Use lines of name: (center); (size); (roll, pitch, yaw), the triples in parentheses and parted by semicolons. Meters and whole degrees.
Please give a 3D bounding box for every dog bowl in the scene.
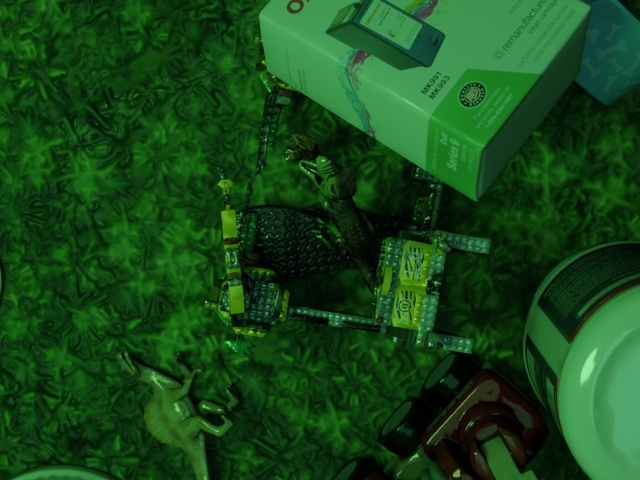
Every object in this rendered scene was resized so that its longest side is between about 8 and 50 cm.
dog bowl: (0.177, -0.230, 1.172); (0.297, 0.166, 0.074); (41, 105, -6)

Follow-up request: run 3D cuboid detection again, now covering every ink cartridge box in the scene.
ink cartridge box: (0.080, -0.157, 1.070); (0.212, 0.093, 0.154); (33, 71, 19)

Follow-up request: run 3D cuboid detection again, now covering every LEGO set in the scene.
LEGO set: (0.038, -0.041, 1.153); (0.255, 0.192, 0.331); (19, 87, -10)

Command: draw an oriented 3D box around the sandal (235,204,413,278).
sandal: (0.000, 0.000, 1.270); (0.179, 0.040, 0.067); (2, 103, -10)

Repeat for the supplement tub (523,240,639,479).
supplement tub: (0.279, 0.104, 1.165); (0.191, 0.272, 0.191); (0, 99, 0)

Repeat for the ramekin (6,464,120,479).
ramekin: (-0.250, 0.326, 1.283); (0.207, 0.109, 0.207); (0, 99, 0)

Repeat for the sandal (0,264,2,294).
sandal: (-0.387, 0.103, 1.262); (0.088, 0.079, 0.240); (43, 96, -6)

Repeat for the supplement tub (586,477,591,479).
supplement tub: (0.377, 0.351, 1.227); (0.228, 0.228, 0.316); (-23, 99, 3)

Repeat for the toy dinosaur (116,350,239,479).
toy dinosaur: (-0.123, 0.173, 1.297); (0.092, 0.053, 0.183); (-28, 91, 20)

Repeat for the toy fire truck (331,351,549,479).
toy fire truck: (0.124, 0.240, 1.200); (0.158, 0.246, 0.217); (42, 96, -6)
